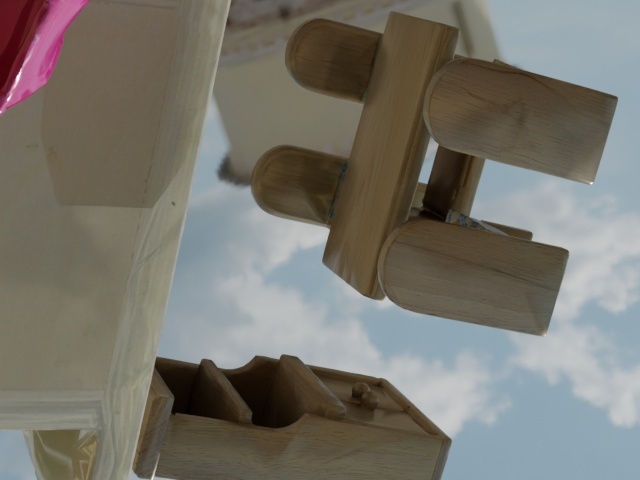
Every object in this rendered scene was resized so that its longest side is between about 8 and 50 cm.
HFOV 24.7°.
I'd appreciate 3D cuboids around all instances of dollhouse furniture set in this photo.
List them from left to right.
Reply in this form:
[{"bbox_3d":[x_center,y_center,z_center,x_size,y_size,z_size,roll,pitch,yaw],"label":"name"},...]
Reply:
[{"bbox_3d":[0.000,0.000,0.743,0.161,0.242,0.212,12,-171,-21],"label":"dollhouse furniture set"}]

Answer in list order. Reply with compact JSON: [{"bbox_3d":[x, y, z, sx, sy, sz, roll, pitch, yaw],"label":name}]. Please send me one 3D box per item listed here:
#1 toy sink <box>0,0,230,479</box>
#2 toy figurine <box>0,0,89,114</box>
[{"bbox_3d":[-0.135,-0.018,0.516,0.131,0.234,0.153,2,-152,-24],"label":"toy sink"},{"bbox_3d":[-0.117,-0.060,0.279,0.130,0.173,0.159,22,-129,40],"label":"toy figurine"}]
